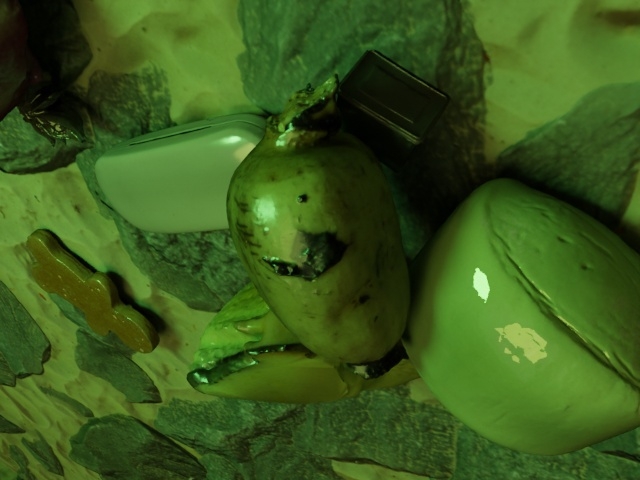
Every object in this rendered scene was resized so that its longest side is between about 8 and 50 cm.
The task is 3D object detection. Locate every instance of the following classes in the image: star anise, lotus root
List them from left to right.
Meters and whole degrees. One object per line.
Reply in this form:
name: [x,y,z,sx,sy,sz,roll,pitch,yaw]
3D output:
star anise: [-0.315,-0.152,0.954,0.129,0.056,0.124,41,149,20]
lotus root: [0.000,0.000,0.689,0.140,0.154,0.256,-16,106,11]

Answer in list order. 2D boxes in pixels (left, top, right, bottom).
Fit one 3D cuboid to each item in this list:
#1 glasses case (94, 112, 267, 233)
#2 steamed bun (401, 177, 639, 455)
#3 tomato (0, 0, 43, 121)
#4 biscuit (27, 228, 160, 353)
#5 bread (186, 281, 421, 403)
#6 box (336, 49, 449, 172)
glasses case: [-0.136,-0.067,0.889,0.297,0.075,0.113,-4,127,41]
steamed bun: [0.190,0.081,0.717,0.250,0.154,0.200,36,145,-2]
tomato: [-0.463,-0.185,0.824,0.335,0.176,0.289,26,153,-9]
biscuit: [-0.347,0.086,1.269,0.250,0.036,0.165,34,145,9]
bread: [0.011,0.089,0.874,0.262,0.162,0.204,8,163,-40]
box: [0.055,-0.108,0.704,0.085,0.060,0.063,33,152,5]
